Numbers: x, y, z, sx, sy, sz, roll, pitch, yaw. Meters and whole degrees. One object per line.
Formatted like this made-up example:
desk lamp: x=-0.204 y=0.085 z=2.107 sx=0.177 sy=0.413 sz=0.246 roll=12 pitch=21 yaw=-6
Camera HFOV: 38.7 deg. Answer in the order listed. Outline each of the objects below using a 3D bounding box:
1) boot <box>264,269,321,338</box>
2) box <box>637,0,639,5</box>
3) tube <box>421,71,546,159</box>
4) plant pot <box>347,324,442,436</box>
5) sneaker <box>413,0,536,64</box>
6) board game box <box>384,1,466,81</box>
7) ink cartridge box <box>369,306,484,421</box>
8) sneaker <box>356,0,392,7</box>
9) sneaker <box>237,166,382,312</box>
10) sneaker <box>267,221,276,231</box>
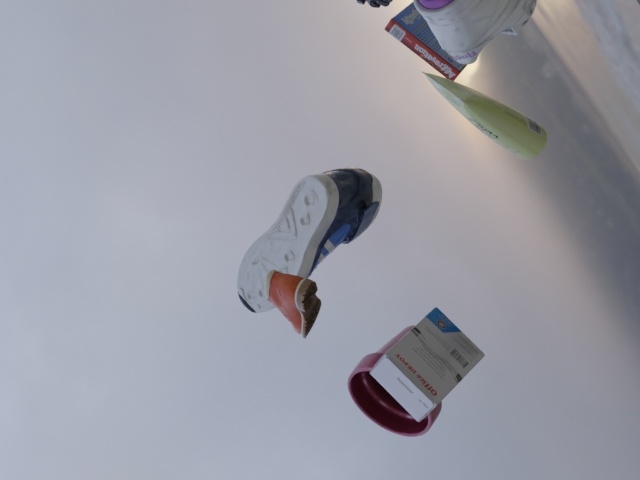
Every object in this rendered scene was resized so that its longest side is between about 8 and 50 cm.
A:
boot: x=-0.047 y=0.101 z=1.488 sx=0.158 sy=0.085 sz=0.059 roll=82 pitch=-149 yaw=-54
box: x=0.720 y=-0.323 z=1.415 sx=0.395 sy=0.097 sz=0.318 roll=10 pitch=-144 yaw=-9
tube: x=0.243 y=-0.183 z=1.330 sx=0.240 sy=0.070 sz=0.062 roll=21 pitch=-112 yaw=-45
plant pot: x=0.187 y=0.287 z=1.943 sx=0.201 sy=0.201 sz=0.180 roll=51 pitch=-129 yaw=-12
sneaker: x=0.234 y=-0.354 z=1.141 sx=0.114 sy=0.305 sz=0.152 roll=31 pitch=165 yaw=42
board game box: x=0.218 y=-0.371 z=1.596 sx=0.145 sy=0.027 sz=0.281 roll=39 pitch=-144 yaw=1
ink cartridge box: x=0.212 y=0.242 z=1.798 sx=0.139 sy=0.082 sz=0.191 roll=45 pitch=-131 yaw=11
sneaker: x=-0.019 y=-0.391 z=1.041 sx=0.299 sy=0.112 sz=0.121 roll=33 pitch=175 yaw=-8
sneaker: x=0.000 y=-0.001 z=1.738 sx=0.130 sy=0.322 sz=0.236 roll=45 pitch=-151 yaw=24
sneaker: x=-0.024 y=-0.035 z=2.014 sx=0.088 sy=0.225 sz=0.093 roll=60 pitch=161 yaw=-4
